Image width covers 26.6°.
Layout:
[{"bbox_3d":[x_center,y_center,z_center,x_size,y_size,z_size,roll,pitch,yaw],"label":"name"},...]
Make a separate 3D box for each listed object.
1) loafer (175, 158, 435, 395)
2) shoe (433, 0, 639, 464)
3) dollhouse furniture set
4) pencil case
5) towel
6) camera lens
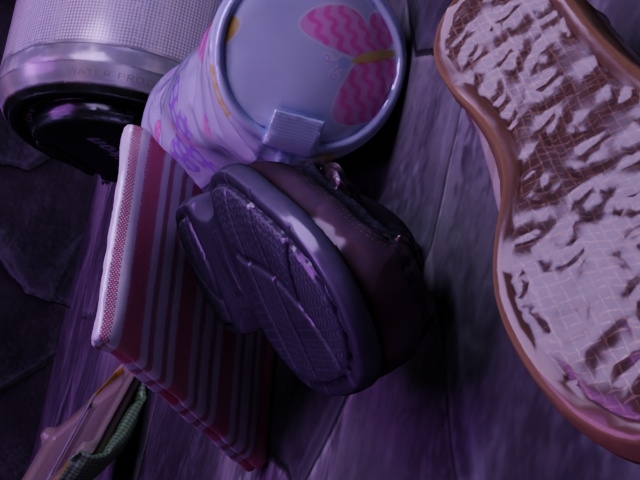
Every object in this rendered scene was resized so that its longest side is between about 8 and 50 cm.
[{"bbox_3d":[0.000,0.000,0.666,0.109,0.095,0.302,68,166,-9],"label":"loafer"},{"bbox_3d":[0.089,-0.014,0.417,0.076,0.058,0.219,-36,36,20],"label":"shoe"},{"bbox_3d":[-0.239,0.297,1.386,0.197,0.151,0.301,-39,17,35],"label":"dollhouse furniture set"},{"bbox_3d":[-0.041,-0.086,0.850,0.124,0.113,0.273,-62,11,-15],"label":"pencil case"},{"bbox_3d":[-0.079,0.041,0.822,0.197,0.029,0.144,51,-146,-50],"label":"towel"},{"bbox_3d":[-0.156,-0.201,1.198,0.219,0.219,0.274,137,144,-66],"label":"camera lens"}]
